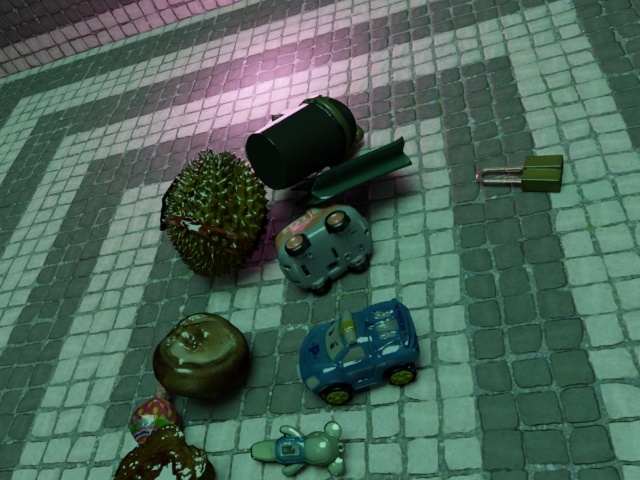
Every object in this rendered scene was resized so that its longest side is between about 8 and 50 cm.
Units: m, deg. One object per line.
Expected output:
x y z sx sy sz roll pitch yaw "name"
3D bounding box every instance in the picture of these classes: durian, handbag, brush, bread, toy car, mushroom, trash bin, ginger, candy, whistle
-0.315 -0.079 1.753 0.347 0.385 0.347 -4 6 0 "durian"
0.090 -0.192 1.745 0.326 0.090 0.238 -26 6 -19 "handbag"
0.552 -0.188 1.658 0.233 0.047 0.103 3 52 28 "brush"
-0.356 0.569 1.344 0.232 0.135 0.247 25 64 39 "bread"
0.080 0.253 1.407 0.314 0.166 0.198 -19 42 10 "toy car"
-0.307 0.299 1.532 0.252 0.154 0.253 3 39 -2 "mushroom"
-0.033 -0.294 1.711 0.333 0.214 0.214 -32 41 -33 "trash bin"
0.081 -0.315 1.957 0.080 0.104 0.204 -5 31 41 "ginger"
-0.419 0.388 1.578 0.124 0.124 0.366 -17 34 10 "candy"
0.000 0.000 1.669 0.270 0.181 0.212 -30 35 -2 "toy car"
-0.050 0.472 1.336 0.235 0.077 0.114 -12 75 24 "whistle"

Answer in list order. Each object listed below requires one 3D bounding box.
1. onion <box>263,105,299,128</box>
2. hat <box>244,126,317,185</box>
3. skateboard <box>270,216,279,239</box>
-0.101 -0.354 2.005 0.271 0.195 0.272 -15 60 27 "onion"
-0.121 -0.237 1.866 0.265 0.128 0.266 8 49 -9 "hat"
-0.131 -0.028 1.810 0.032 0.083 0.063 -36 47 -24 "skateboard"
